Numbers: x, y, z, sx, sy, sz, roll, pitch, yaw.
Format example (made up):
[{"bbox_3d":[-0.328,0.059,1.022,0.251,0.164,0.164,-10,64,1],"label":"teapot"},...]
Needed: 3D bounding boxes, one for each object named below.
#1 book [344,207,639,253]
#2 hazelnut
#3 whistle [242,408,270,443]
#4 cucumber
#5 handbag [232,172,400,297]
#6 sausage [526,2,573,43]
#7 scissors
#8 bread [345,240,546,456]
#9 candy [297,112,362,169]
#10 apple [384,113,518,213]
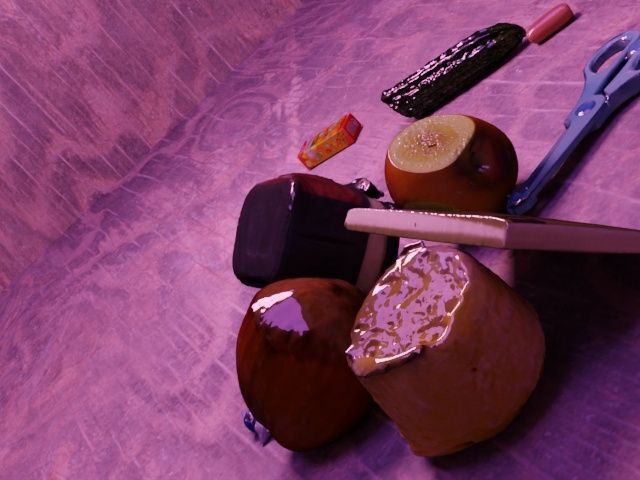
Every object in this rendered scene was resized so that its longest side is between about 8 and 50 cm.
[{"bbox_3d":[0.203,-0.011,1.326,0.352,0.239,0.035,-173,86,-66],"label":"book"},{"bbox_3d":[-0.020,0.138,1.458,0.210,0.186,0.210,-22,37,18],"label":"hazelnut"},{"bbox_3d":[-0.083,0.238,1.604,0.033,0.029,0.083,-60,28,-4],"label":"whistle"},{"bbox_3d":[0.224,-0.289,2.080,0.265,0.077,0.077,-33,20,29],"label":"cucumber"},{"bbox_3d":[0.000,0.000,1.647,0.254,0.182,0.181,174,107,-70],"label":"handbag"},{"bbox_3d":[0.368,-0.349,1.986,0.083,0.034,0.034,-36,19,19],"label":"sausage"},{"bbox_3d":[0.359,-0.169,1.605,0.393,0.032,0.180,-49,20,-24],"label":"scissors"},{"bbox_3d":[0.123,0.112,1.237,0.197,0.170,0.197,-32,34,25],"label":"bread"},{"bbox_3d":[0.017,-0.187,2.327,0.122,0.038,0.062,-29,22,34],"label":"candy"},{"bbox_3d":[0.174,-0.093,1.602,0.147,0.163,0.146,-7,56,55],"label":"apple"}]
